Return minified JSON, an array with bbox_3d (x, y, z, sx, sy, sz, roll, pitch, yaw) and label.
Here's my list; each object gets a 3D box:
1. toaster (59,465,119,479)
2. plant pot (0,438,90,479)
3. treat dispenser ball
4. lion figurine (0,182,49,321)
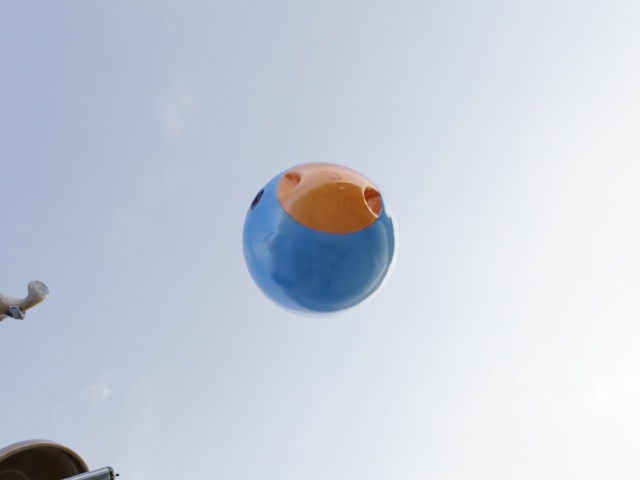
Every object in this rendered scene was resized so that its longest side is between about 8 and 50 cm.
[{"bbox_3d":[-0.364,0.462,0.898,0.110,0.168,0.186,-5,-33,-32],"label":"toaster"},{"bbox_3d":[-0.520,0.452,0.975,0.237,0.109,0.238,1,-91,-52],"label":"plant pot"},{"bbox_3d":[0.000,0.000,1.061,0.288,0.288,0.289,-13,-62,-26],"label":"treat dispenser ball"},{"bbox_3d":[-0.579,0.022,0.855,0.240,0.392,0.142,-35,-29,0],"label":"lion figurine"}]
